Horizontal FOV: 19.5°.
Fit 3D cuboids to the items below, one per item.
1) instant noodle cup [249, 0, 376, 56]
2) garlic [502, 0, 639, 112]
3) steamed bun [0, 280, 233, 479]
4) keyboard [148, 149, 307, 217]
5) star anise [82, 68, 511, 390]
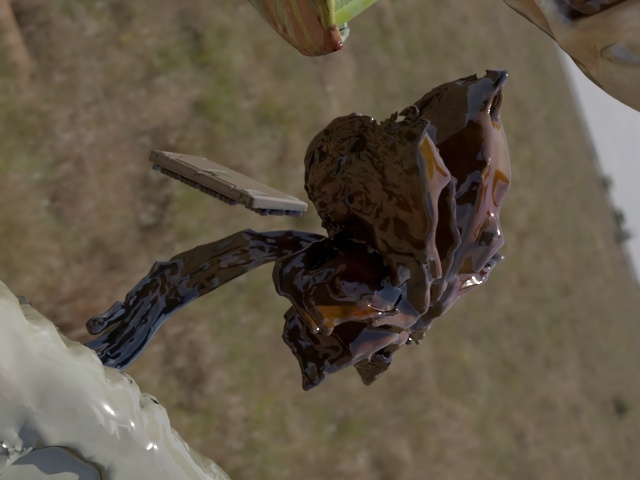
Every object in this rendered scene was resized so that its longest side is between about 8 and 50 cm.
[{"bbox_3d":[0.018,-0.268,1.090,0.264,0.200,0.264,56,-10,15],"label":"instant noodle cup"},{"bbox_3d":[0.187,-0.122,0.822,0.217,0.228,0.110,-100,178,-55],"label":"garlic"},{"bbox_3d":[-0.186,0.113,0.723,0.310,0.219,0.324,23,-18,43],"label":"steamed bun"},{"bbox_3d":[-0.076,-0.044,1.449,0.166,0.055,0.017,25,-76,54],"label":"keyboard"},{"bbox_3d":[0.003,0.009,1.237,0.148,0.346,0.237,57,-8,31],"label":"star anise"}]
